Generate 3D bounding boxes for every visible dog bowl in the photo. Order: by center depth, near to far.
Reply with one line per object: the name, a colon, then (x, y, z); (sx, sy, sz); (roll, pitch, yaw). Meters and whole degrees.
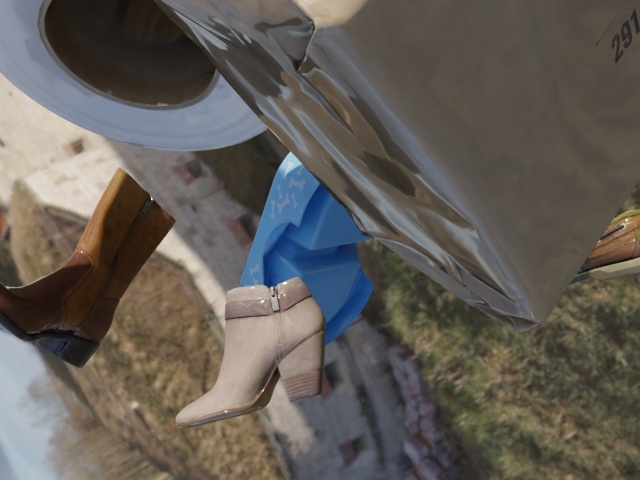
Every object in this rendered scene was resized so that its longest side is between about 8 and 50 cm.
dog bowl: (0.000, 0.000, 0.995); (0.074, 0.165, 0.297); (44, 127, 34)

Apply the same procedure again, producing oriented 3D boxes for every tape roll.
tape roll: (-0.121, -0.205, 0.656); (0.246, 0.246, 0.169); (99, -178, -60)

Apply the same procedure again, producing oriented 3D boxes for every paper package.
paper package: (0.105, -0.165, 0.484); (0.168, 0.325, 0.309); (31, 172, 38)

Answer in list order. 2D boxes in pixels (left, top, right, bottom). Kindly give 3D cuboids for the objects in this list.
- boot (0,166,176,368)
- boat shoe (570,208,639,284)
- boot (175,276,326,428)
boot: (-0.345, 0.022, 1.256); (0.096, 0.281, 0.264); (22, 166, 39)
boat shoe: (0.421, 0.024, 1.507); (0.307, 0.110, 0.105); (-17, 92, 27)
boot: (-0.052, 0.077, 0.615); (0.042, 0.118, 0.087); (76, 180, -79)
